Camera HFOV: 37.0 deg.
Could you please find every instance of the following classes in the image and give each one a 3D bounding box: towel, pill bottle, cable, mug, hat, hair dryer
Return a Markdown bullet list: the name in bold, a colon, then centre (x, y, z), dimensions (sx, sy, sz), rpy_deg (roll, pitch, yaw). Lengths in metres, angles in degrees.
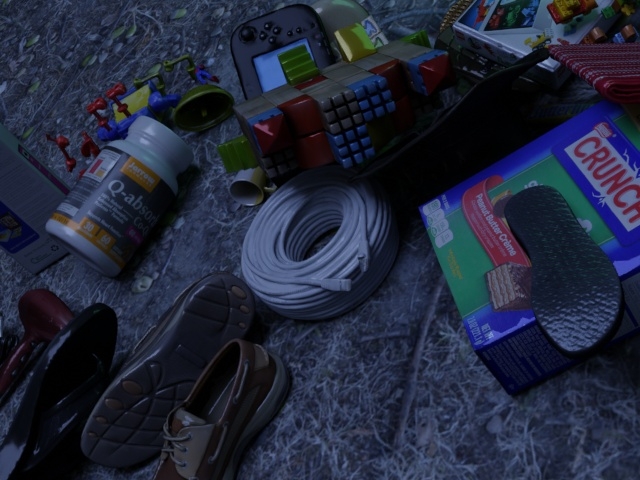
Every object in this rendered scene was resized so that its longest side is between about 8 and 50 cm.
- **towel**: centre (0.417, -0.218, 1.223), dimensions (0.198, 0.031, 0.275), rpy_deg (-1, 21, -1)
- **pill bottle**: centre (-0.367, -0.085, 1.777), dimensions (0.162, 0.162, 0.278), rpy_deg (19, 69, 46)
- **cable**: centre (0.000, 0.000, 1.467), dimensions (0.257, 0.089, 0.257), rpy_deg (-9, 50, 34)
- **mug**: centre (-0.116, -0.101, 1.681), dimensions (0.062, 0.078, 0.064), rpy_deg (-51, 17, 44)
- **hat**: centre (0.206, -0.128, 1.343), dimensions (0.331, 0.134, 0.331), rpy_deg (-34, 0, 0)
- **hair dryer**: centre (-0.533, 0.198, 1.756), dimensions (0.293, 0.080, 0.224), rpy_deg (-23, 60, 30)

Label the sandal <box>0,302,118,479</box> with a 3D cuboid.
- **sandal**: centre (-0.413, 0.314, 1.501), dimensions (0.107, 0.167, 0.446), rpy_deg (20, 76, 20)

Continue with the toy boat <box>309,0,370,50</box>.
- **toy boat**: centre (-0.005, -0.347, 1.756), dimensions (0.231, 0.151, 0.151), rpy_deg (-34, 12, 10)

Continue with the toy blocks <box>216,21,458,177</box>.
- **toy blocks**: centre (0.036, -0.191, 1.413), dimensions (0.381, 0.191, 0.261), rpy_deg (-23, 20, -6)

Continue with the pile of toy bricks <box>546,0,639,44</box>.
- **pile of toy bricks**: centre (0.441, -0.354, 1.353), dimensions (0.212, 0.105, 0.118), rpy_deg (-25, 76, -6)

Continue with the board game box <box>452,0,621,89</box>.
- **board game box**: centre (0.374, -0.388, 1.479), dimensions (0.193, 0.053, 0.305), rpy_deg (34, 76, 32)

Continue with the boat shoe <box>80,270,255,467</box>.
- **boat shoe**: centre (-0.230, 0.197, 1.475), dimensions (0.355, 0.132, 0.130), rpy_deg (-48, 15, 0)

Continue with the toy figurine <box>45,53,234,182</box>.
- **toy figurine**: centre (-0.363, -0.283, 1.937), dimensions (0.362, 0.191, 0.217), rpy_deg (-30, 37, 13)

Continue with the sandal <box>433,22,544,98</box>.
- **sandal**: centre (0.267, -0.277, 1.520), dimensions (0.219, 0.060, 0.090), rpy_deg (34, 75, 34)

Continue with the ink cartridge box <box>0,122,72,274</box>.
- **ink cartridge box**: centre (-0.603, -0.096, 1.816), dimensions (0.175, 0.371, 0.069), rpy_deg (-30, 42, 12)

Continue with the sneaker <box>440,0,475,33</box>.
- **sneaker**: centre (0.280, -0.400, 1.614), dimensions (0.069, 0.084, 0.185), rpy_deg (48, 116, 15)

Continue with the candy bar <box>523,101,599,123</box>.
- **candy bar**: centre (0.367, -0.184, 1.385), dimensions (0.161, 0.018, 0.040), rpy_deg (6, 60, 41)

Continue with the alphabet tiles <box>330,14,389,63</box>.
- **alphabet tiles**: centre (0.035, -0.247, 1.643), dimensions (0.237, 0.009, 0.198), rpy_deg (-33, 69, 11)

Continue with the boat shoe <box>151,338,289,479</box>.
- **boat shoe**: centre (-0.174, 0.278, 1.340), dimensions (0.123, 0.116, 0.324), rpy_deg (12, 64, 44)

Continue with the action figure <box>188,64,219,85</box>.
- **action figure**: centre (-0.253, -0.351, 2.022), dimensions (0.038, 0.030, 0.115), rpy_deg (-50, 39, -1)

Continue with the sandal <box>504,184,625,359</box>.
- **sandal**: centre (0.276, 0.033, 1.071), dimensions (0.097, 0.054, 0.255), rpy_deg (-20, 39, 13)

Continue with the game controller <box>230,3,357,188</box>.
- **game controller**: centre (-0.042, -0.244, 1.621), dimensions (0.166, 0.067, 0.319), rpy_deg (-21, 76, 15)

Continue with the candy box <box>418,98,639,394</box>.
- **candy box**: centre (0.312, -0.003, 1.191), dimensions (0.317, 0.122, 0.268), rpy_deg (-29, 42, 13)
